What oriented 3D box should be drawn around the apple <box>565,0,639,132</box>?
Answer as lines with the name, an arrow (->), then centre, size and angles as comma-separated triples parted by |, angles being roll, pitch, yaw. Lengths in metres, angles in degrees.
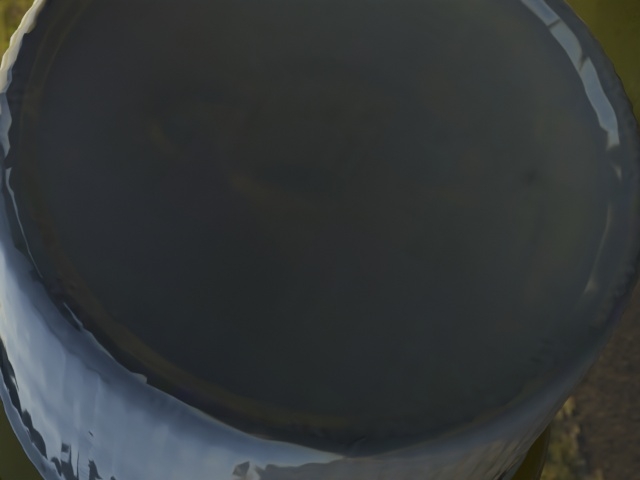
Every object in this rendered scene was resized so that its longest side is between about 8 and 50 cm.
apple -> 0.085, -0.125, 0.766 | 0.292, 0.292, 0.254 | -116, 12, -45

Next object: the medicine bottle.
medicine bottle -> -0.028, 0.060, 0.551 | 0.384, 0.224, 0.224 | 109, 150, -62
